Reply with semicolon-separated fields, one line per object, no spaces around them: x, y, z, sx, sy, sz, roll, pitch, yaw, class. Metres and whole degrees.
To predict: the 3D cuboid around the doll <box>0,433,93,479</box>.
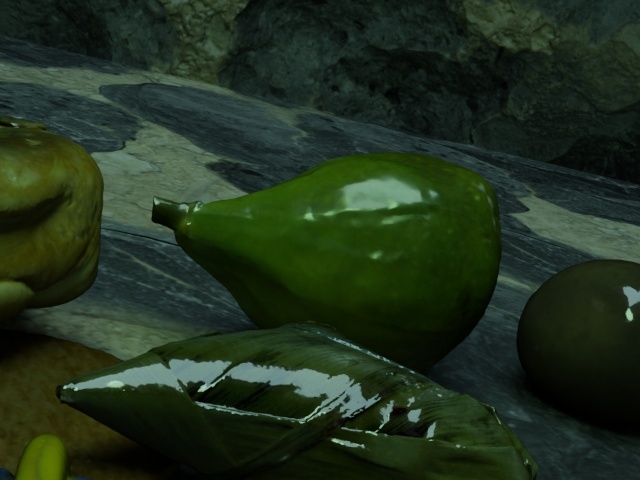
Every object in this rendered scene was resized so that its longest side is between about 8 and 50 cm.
-0.179;0.179;0.485;0.243;0.159;0.311;13;20;-9;doll

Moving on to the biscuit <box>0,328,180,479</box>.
-0.222;0.128;0.834;0.262;0.037;0.262;14;16;-4;biscuit

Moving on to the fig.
0.014;0.014;1.120;0.314;0.233;0.233;6;15;7;fig

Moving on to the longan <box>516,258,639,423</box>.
0.293;0.102;1.166;0.189;0.189;0.189;13;16;-4;longan

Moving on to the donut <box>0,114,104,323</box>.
-0.350;-0.016;0.932;0.360;0.170;0.360;5;10;-1;donut

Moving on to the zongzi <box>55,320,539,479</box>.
-0.003;0.140;0.779;0.251;0.125;0.274;23;8;33;zongzi
